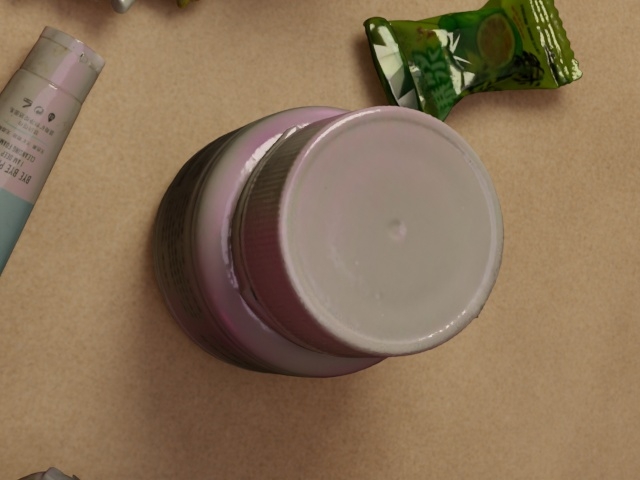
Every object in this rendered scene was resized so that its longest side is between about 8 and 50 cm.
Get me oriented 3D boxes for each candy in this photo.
[{"bbox_3d":[0.169,-0.203,1.408,0.246,0.069,0.149,-21,90,-18],"label":"candy"}]

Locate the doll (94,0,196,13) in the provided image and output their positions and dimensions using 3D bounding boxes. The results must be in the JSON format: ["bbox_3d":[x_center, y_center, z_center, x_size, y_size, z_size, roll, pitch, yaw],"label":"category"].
[{"bbox_3d":[-0.186,-0.275,1.256,0.207,0.081,0.129,2,60,-27],"label":"doll"}]

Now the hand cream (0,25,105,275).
[{"bbox_3d":[-0.308,-0.051,1.212,0.111,0.070,0.312,32,83,-20],"label":"hand cream"}]

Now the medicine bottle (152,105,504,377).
[{"bbox_3d":[0.000,0.000,1.186,0.256,0.325,0.256,2,84,-22],"label":"medicine bottle"}]

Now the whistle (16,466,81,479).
[{"bbox_3d":[-0.191,0.333,1.146,0.348,0.189,0.189,28,76,-3],"label":"whistle"}]
